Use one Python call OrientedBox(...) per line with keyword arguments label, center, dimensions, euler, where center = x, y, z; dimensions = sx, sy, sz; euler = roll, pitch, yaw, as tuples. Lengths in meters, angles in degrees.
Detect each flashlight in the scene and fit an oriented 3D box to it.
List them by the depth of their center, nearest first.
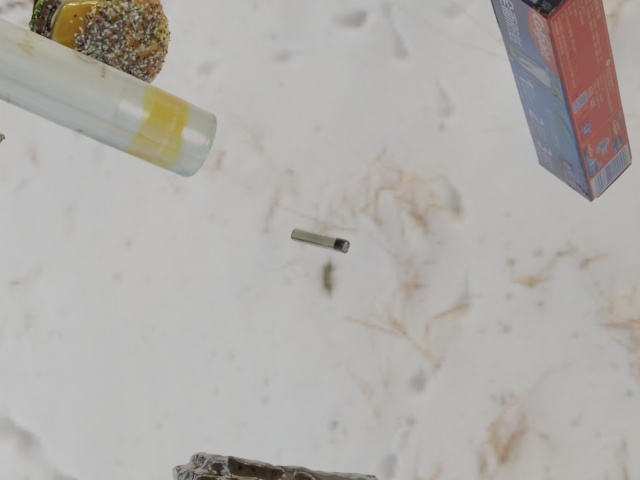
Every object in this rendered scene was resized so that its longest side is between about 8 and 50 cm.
OrientedBox(label="flashlight", center=(0.000, 0.000, 1.976), dimensions=(0.083, 0.018, 0.018), euler=(14, 79, 31))

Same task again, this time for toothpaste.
OrientedBox(label="toothpaste", center=(0.219, -0.147, 1.329), dimensions=(0.066, 0.320, 0.076), euler=(-45, 60, -9))

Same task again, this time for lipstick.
OrientedBox(label="lipstick", center=(-0.205, -0.121, 1.110), dimensions=(0.059, 0.264, 0.059), euler=(-46, 32, 40))

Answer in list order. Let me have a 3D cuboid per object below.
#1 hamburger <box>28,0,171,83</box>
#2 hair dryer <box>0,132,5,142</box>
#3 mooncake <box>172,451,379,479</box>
OrientedBox(label="hamburger", center=(-0.221, -0.198, 1.499), dimensions=(0.093, 0.164, 0.189), euler=(34, 132, 40))
OrientedBox(label="hair dryer", center=(-0.577, -0.117, 2.183), dimensions=(0.237, 0.075, 0.206), euler=(-27, 68, 2))
OrientedBox(label="mooncake", center=(-0.055, 0.394, 2.011), dimensions=(0.324, 0.324, 0.187), euler=(0, 76, 44))
